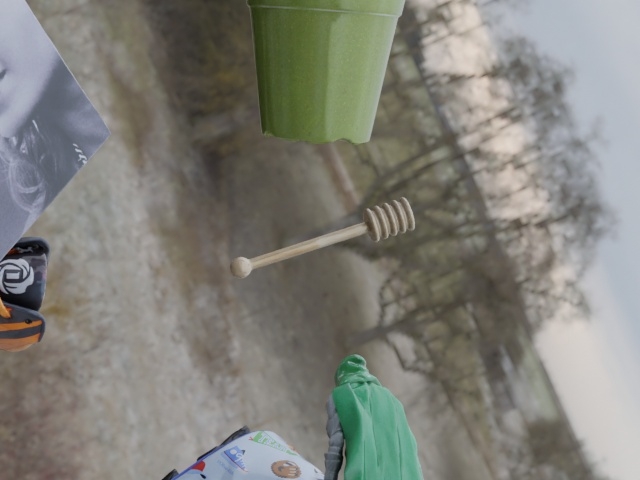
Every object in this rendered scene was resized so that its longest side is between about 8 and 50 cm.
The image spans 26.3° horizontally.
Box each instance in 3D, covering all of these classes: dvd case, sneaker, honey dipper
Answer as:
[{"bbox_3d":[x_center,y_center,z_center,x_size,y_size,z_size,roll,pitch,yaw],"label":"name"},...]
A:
[{"bbox_3d":[-0.231,-0.088,0.836,0.018,0.164,0.221,15,-33,39],"label":"dvd case"},{"bbox_3d":[-0.347,0.011,1.260,0.321,0.180,0.125,72,16,-64],"label":"sneaker"},{"bbox_3d":[0.000,0.000,1.156,0.030,0.160,0.030,163,-90,-81],"label":"honey dipper"}]

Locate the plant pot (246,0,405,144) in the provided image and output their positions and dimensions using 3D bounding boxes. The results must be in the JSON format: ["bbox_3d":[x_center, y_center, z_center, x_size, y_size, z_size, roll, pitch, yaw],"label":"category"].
[{"bbox_3d":[0.000,-0.085,0.632,0.083,0.083,0.079,-79,174,-81],"label":"plant pot"}]

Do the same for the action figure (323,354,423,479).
[{"bbox_3d":[0.044,0.193,1.074,0.137,0.063,0.232,21,46,-38],"label":"action figure"}]

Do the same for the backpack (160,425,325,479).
[{"bbox_3d":[-0.067,0.317,1.254,0.213,0.276,0.263,23,-40,39],"label":"backpack"}]
